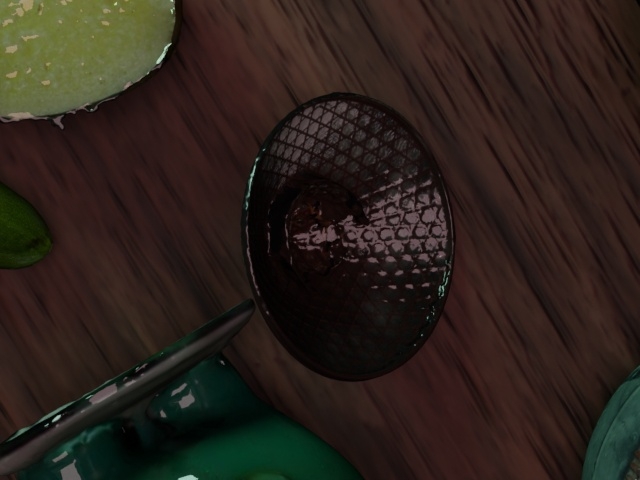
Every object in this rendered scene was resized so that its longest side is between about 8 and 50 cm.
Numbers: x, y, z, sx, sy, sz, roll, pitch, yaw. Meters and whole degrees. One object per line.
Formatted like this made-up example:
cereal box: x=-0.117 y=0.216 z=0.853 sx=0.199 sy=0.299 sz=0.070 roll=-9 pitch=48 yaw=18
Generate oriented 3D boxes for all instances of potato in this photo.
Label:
potato: x=-0.192 y=-0.147 z=0.848 sx=0.200 sy=0.081 sz=0.164 roll=-10 pitch=87 yaw=-5

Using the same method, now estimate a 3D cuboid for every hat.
hat: x=0.000 y=0.000 z=0.870 sx=0.193 sy=0.082 sz=0.193 roll=5 pitch=82 yaw=-42

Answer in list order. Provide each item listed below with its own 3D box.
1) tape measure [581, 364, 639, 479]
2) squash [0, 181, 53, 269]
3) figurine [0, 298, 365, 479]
tape measure: x=0.310 y=0.193 z=0.862 sx=0.256 sy=0.147 sz=0.275 roll=4 pitch=96 yaw=-3
squash: x=-0.297 y=-0.056 z=0.855 sx=0.258 sy=0.069 sz=0.069 roll=35 pitch=92 yaw=-4
figurine: x=-0.046 y=0.231 z=0.804 sx=0.324 sy=0.231 sz=0.340 roll=-32 pitch=91 yaw=-33
